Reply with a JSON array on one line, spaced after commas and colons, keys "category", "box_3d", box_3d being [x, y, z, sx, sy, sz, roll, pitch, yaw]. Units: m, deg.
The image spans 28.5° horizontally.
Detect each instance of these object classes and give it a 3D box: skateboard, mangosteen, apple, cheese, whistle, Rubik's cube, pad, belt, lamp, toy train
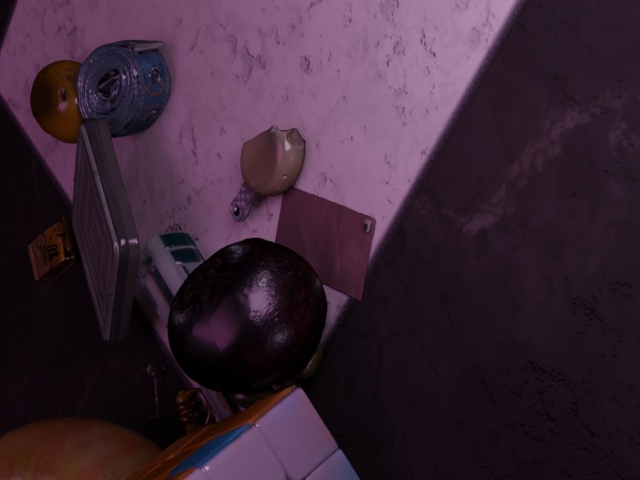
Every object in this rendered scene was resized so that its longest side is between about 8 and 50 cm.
[{"category": "skateboard", "box_3d": [-0.264, 0.237, 1.976, 0.064, 0.032, 0.083, -15, 79, 58]}, {"category": "mangosteen", "box_3d": [-0.083, 0.108, 1.649, 0.216, 0.216, 0.216, 3, 94, 48]}, {"category": "apple", "box_3d": [-0.354, 0.447, 1.828, 0.391, 0.346, 0.392, -4, 71, 12]}, {"category": "cheese", "box_3d": [-0.082, -0.097, 1.737, 0.171, 0.047, 0.092, -34, 63, 46]}, {"category": "whistle", "box_3d": [-0.189, 0.268, 1.881, 0.057, 0.046, 0.109, -53, 48, 54]}, {"category": "Rubik's cube", "box_3d": [-0.117, 0.399, 1.559, 0.291, 0.291, 0.290, -29, 94, 46]}, {"category": "pad", "box_3d": [0.000, 0.000, 1.680, 0.187, 0.006, 0.113, 24, 110, 45]}, {"category": "belt", "box_3d": [-0.302, -0.236, 1.951, 0.163, 0.082, 0.148, 5, 108, 42]}, {"category": "lamp", "box_3d": [-0.331, -0.012, 1.938, 0.269, 0.047, 0.267, 108, 147, -50]}, {"category": "toy train", "box_3d": [-0.135, 0.157, 1.784, 0.088, 0.086, 0.407, -55, 54, 31]}]

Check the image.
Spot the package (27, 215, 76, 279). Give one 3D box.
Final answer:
[{"category": "package", "box_3d": [-0.448, 0.014, 2.155, 0.131, 0.047, 0.071, -35, 64, 42]}]

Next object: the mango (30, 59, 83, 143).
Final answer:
[{"category": "mango", "box_3d": [-0.426, -0.228, 2.083, 0.195, 0.098, 0.137, 2, 97, 53]}]
